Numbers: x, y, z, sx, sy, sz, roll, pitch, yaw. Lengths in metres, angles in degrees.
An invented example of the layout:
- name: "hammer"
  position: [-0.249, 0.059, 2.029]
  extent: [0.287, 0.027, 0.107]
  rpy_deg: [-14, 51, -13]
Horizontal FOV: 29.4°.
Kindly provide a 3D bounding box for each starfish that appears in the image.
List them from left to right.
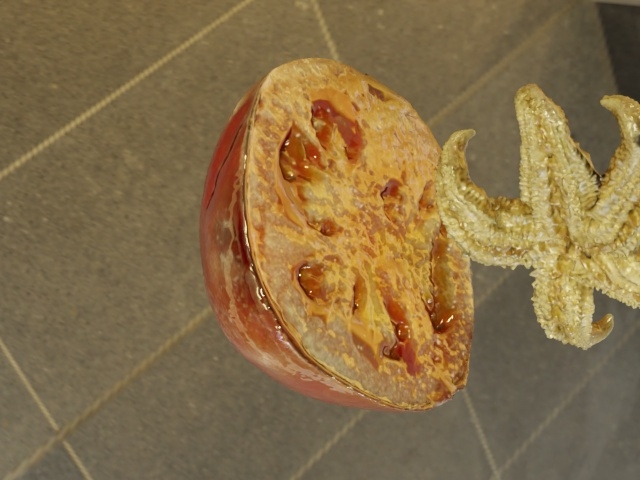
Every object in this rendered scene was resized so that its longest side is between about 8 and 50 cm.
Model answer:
- name: "starfish"
  position: [0.181, 0.000, 0.805]
  extent: [0.238, 0.216, 0.071]
  rpy_deg: [85, 20, -52]

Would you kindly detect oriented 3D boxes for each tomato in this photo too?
- name: "tomato"
  position: [-0.005, 0.005, 1.115]
  extent: [0.338, 0.144, 0.338]
  rpy_deg: [26, 55, -42]
